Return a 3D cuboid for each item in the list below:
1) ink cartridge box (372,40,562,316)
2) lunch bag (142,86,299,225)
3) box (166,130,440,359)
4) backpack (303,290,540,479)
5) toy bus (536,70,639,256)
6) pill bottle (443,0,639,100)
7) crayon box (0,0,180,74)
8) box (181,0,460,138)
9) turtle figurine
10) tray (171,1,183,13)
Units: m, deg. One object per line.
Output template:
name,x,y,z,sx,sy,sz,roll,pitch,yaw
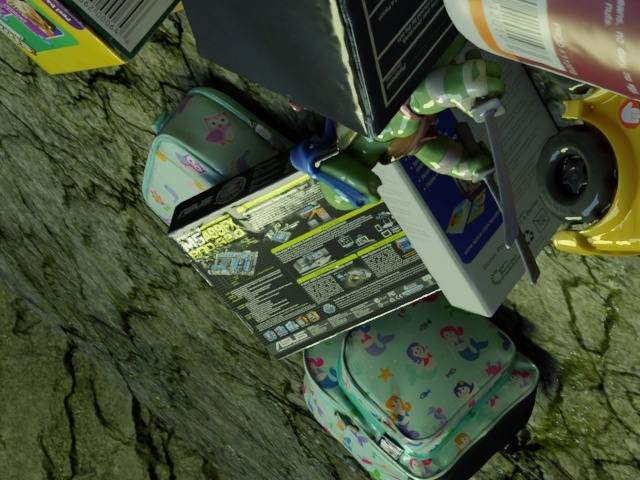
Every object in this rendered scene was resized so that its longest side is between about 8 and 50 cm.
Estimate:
ink cartridge box,0.112,-0.114,1.684,0.069,0.175,0.371,17,150,45
lunch bag,-0.107,-0.066,2.216,0.224,0.108,0.279,39,158,3
box,0.000,0.000,2.056,0.270,0.060,0.216,-26,119,27
backpack,0.103,0.159,2.178,0.253,0.225,0.191,39,157,27
toy bus,0.284,-0.092,1.391,0.211,0.149,0.220,7,98,52
pill bottle,0.292,-0.181,1.207,0.392,0.224,0.224,23,153,33
crayon box,-0.343,-0.329,1.895,0.363,0.106,0.313,42,168,-19
box,0.030,-0.288,1.309,0.183,0.296,0.294,27,155,26
turtle figurine,0.133,-0.119,1.502,0.275,0.266,0.198,20,174,37
tray,-0.135,-0.329,1.717,0.203,0.076,0.411,44,167,-14
